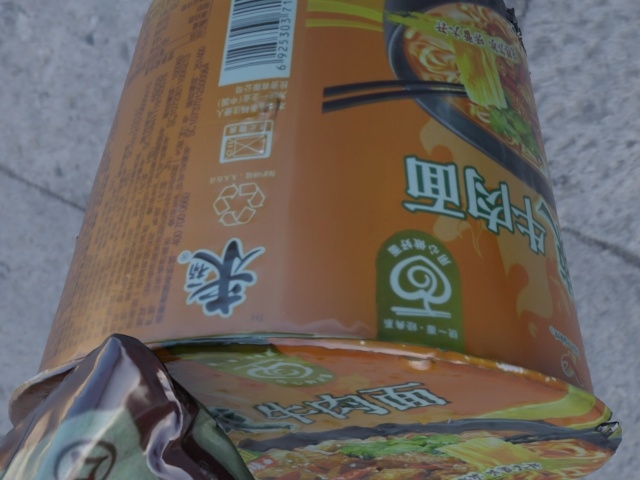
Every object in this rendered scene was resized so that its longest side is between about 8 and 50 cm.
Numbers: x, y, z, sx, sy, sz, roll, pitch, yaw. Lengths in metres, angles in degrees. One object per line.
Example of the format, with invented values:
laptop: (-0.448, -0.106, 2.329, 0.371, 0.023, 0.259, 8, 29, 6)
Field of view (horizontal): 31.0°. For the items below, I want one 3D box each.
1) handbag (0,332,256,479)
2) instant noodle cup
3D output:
handbag: (-0.066, 0.161, 0.377, 0.213, 0.127, 0.235, -31, 92, 32)
instant noodle cup: (0.000, 0.000, 0.478, 0.230, 0.230, 0.182, -19, 58, 37)
